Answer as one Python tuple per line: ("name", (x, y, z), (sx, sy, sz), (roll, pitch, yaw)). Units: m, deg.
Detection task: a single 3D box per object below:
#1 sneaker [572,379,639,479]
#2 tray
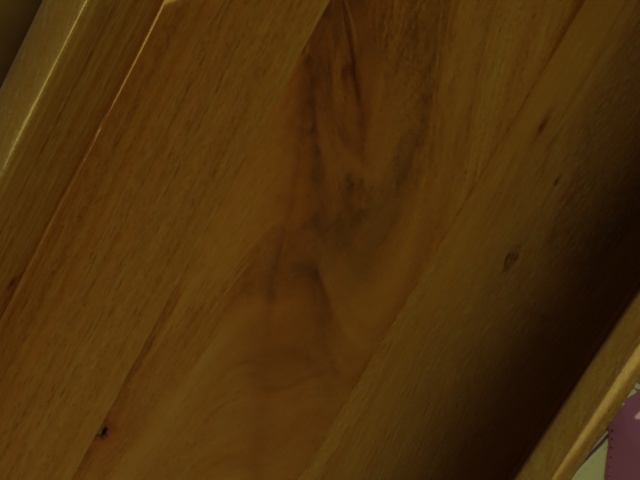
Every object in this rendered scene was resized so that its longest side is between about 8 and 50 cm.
("sneaker", (0.091, 0.024, 0.552), (0.161, 0.102, 0.282), (23, 110, -16))
("tray", (0.000, 0.000, 0.489), (0.202, 0.076, 0.411), (33, 108, 9))
